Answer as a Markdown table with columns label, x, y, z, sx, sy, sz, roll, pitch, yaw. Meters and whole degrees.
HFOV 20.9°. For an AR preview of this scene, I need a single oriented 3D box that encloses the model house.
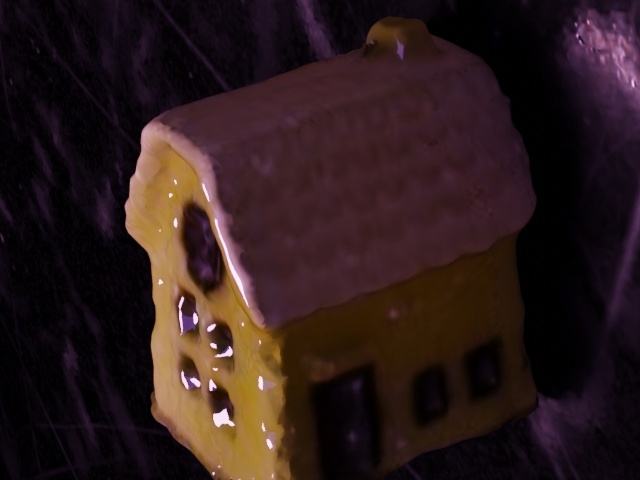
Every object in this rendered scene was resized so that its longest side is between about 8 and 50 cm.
| label | x | y | z | sx | sy | sz | roll | pitch | yaw |
| --- | --- | --- | --- | --- | --- | --- | --- | --- | --- |
| model house | 0.000 | 0.000 | 0.959 | 0.175 | 0.193 | 0.234 | 31 | 135 | 54 |
